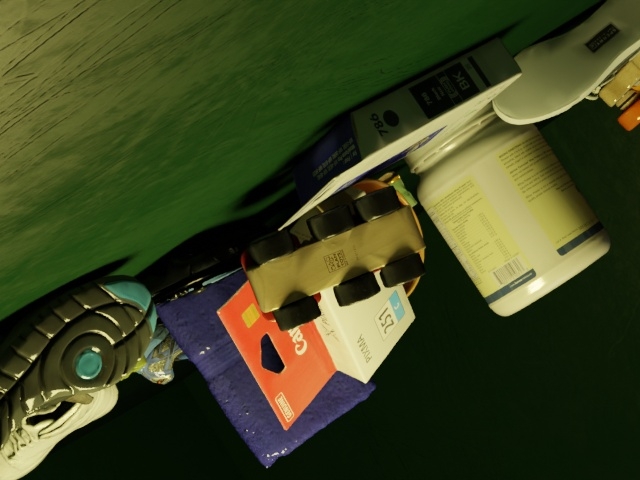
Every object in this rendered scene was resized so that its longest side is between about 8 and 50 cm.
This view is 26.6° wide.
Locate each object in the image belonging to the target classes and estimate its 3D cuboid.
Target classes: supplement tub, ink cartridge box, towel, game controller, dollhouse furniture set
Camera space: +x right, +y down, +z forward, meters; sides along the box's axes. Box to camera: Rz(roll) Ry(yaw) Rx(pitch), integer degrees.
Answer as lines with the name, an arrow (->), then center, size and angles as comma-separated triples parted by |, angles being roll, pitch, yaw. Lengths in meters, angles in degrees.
supplement tub -> 0.310, -0.062, 2.290 | 0.235, 0.325, 0.235 | -33, 175, -3
ink cartridge box -> 0.084, -0.133, 1.652 | 0.333, 0.065, 0.165 | -32, 176, -35
ink cartridge box -> 0.005, 0.106, 1.930 | 0.261, 0.066, 0.296 | -50, 140, -23
towel -> -0.085, 0.164, 2.073 | 0.228, 0.308, 0.076 | -32, 172, -21
game controller -> -0.153, 0.042, 1.856 | 0.166, 0.067, 0.319 | -35, 174, 22
dollhouse furniture set -> 0.089, -0.055, 2.424 | 0.152, 0.076, 0.058 | -35, 176, 33

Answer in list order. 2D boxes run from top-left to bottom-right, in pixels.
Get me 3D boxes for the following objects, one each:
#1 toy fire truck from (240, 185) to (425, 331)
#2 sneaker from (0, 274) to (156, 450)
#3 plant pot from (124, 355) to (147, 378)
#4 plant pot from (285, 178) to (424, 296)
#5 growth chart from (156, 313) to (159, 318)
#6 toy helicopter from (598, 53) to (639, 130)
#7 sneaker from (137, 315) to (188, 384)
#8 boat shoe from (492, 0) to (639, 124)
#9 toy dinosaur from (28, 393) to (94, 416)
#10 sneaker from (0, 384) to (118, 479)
toy fire truck -> 0.000, 0.000, 1.751 | 0.217, 0.158, 0.246 | -23, -176, -6
sneaker -> -0.338, 0.138, 1.506 | 0.341, 0.125, 0.140 | -33, -157, -31
plant pot -> -0.304, 0.167, 2.051 | 0.083, 0.079, 0.083 | -32, 176, -2
plant pot -> 0.029, 0.017, 2.181 | 0.205, 0.205, 0.188 | -29, -170, -40
growth chart -> -0.333, 0.169, 2.256 | 0.172, 0.021, 0.237 | -34, 176, -4
toy helicopter -> 0.550, -0.312, 2.212 | 0.235, 0.140, 0.355 | -44, 176, 8
sneaker -> -0.226, 0.148, 2.170 | 0.221, 0.087, 0.083 | -50, -175, -36
boat shoe -> 0.380, -0.263, 2.002 | 0.306, 0.113, 0.105 | -41, 163, -11
toy dinosaur -> -0.341, 0.162, 1.728 | 0.160, 0.121, 0.313 | -20, 177, -13
sneaker -> -0.491, 0.311, 2.260 | 0.292, 0.108, 0.169 | -36, 168, 3
